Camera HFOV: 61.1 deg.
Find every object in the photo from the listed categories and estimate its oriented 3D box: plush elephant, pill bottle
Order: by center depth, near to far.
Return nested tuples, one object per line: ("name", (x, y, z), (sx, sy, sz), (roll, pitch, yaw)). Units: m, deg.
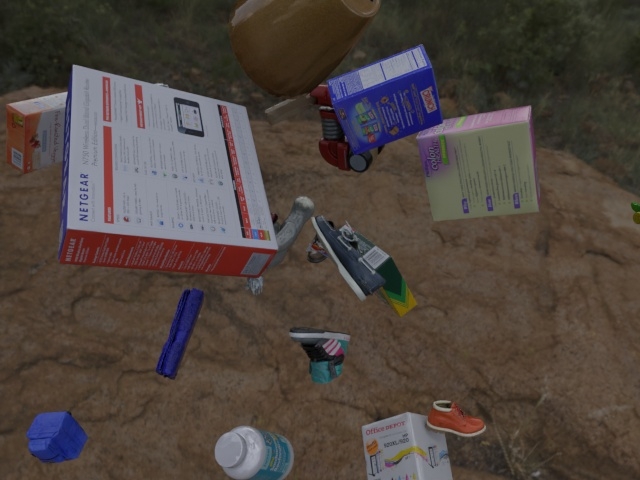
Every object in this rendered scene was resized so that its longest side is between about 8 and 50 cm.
("pill bottle", (-0.198, 0.630, 1.596), (0.146, 0.264, 0.146), (-12, 61, 23))
("plush elephant", (-0.226, -0.026, 1.621), (0.271, 0.255, 0.330), (11, 77, 42))

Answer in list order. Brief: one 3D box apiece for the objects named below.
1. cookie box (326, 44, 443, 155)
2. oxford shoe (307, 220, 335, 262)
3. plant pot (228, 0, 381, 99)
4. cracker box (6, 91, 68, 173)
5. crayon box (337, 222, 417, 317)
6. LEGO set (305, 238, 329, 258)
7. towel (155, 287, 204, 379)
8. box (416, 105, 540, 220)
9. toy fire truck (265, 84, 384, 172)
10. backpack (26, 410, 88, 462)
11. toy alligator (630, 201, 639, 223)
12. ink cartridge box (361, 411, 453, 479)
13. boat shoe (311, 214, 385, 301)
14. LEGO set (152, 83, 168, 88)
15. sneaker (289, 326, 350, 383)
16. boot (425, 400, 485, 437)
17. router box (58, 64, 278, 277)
("cookie box", (0.072, -0.150, 0.590), (0.107, 0.092, 0.040), (-18, 58, 10))
("oxford shoe", (0.000, 0.000, 2.074), (0.082, 0.096, 0.227), (9, 39, 13))
("plant pot", (-0.012, -0.428, 1.047), (0.237, 0.237, 0.254), (-35, 15, -37))
("cracker box", (-0.647, -0.273, 1.331), (0.067, 0.156, 0.232), (30, 34, 12))
("crayon box", (0.229, 0.126, 2.355), (0.106, 0.313, 0.363), (-40, 37, -7))
("LEGO set", (0.054, 0.058, 1.669), (0.182, 0.060, 0.244), (28, 3, -8))
("towel", (-0.491, 0.326, 1.890), (0.076, 0.228, 0.308), (20, 69, -8))
("box", (0.368, -0.173, 1.250), (0.242, 0.214, 0.117), (-5, 27, 25))
("toy fire truck", (0.014, -0.281, 1.315), (0.246, 0.217, 0.158), (13, 41, 23))
("backpack", (-0.622, 0.474, 1.279), (0.097, 0.120, 0.101), (-4, 42, 16))
("toy alligator", (0.762, -0.027, 1.209), (0.056, 0.051, 0.190), (-9, 53, -10))
("ink cartridge box", (0.235, 0.606, 1.459), (0.168, 0.171, 0.233), (28, 45, -41))
("boat shoe", (0.057, 0.024, 1.224), (0.079, 0.095, 0.254), (-33, 48, -1))
("LEGO set", (-0.342, -0.208, 1.234), (0.132, 0.287, 0.107), (3, 3, 23))
("sneaker", (-0.010, 0.390, 1.833), (0.123, 0.179, 0.295), (1, -12, 38))
("boot", (0.363, 0.466, 1.427), (0.157, 0.085, 0.059), (7, 18, -2))
("router box", (-0.245, -0.110, 0.867), (0.301, 0.082, 0.336), (7, 50, -30))
